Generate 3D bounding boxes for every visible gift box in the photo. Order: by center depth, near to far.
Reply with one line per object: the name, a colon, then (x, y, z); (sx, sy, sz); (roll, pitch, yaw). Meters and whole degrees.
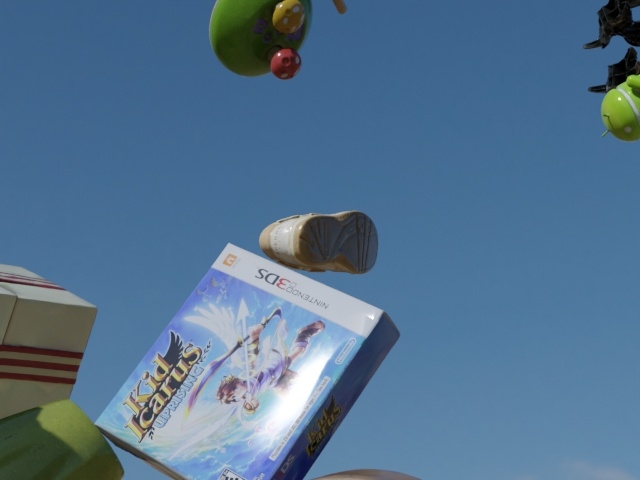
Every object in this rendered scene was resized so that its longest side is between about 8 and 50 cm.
gift box: (-0.561, 0.164, 2.329); (0.276, 0.255, 0.258); (16, 2, 37)

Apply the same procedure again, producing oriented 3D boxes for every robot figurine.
robot figurine: (0.369, -0.154, 1.643); (0.115, 0.067, 0.101); (-26, -33, -4)

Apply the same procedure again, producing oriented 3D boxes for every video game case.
video game case: (-0.084, 0.156, 1.624); (0.244, 0.269, 0.061); (22, -22, 37)

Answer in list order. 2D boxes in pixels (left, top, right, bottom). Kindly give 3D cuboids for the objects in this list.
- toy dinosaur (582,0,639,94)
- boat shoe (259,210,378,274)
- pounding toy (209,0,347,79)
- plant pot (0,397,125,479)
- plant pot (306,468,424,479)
toy dinosaur: (0.502, -0.250, 2.057); (0.218, 0.164, 0.322); (9, -51, -22)
boat shoe: (0.000, 0.000, 1.383); (0.059, 0.063, 0.170); (2, -4, 28)
pounding toy: (-0.046, -0.336, 2.236); (0.237, 0.110, 0.183); (-39, -44, -12)
plant pot: (-0.418, 0.352, 1.943); (0.293, 0.275, 0.275); (-37, -14, -19)
plant pot: (0.070, 0.307, 1.187); (0.263, 0.263, 0.229); (-14, -6, 26)
